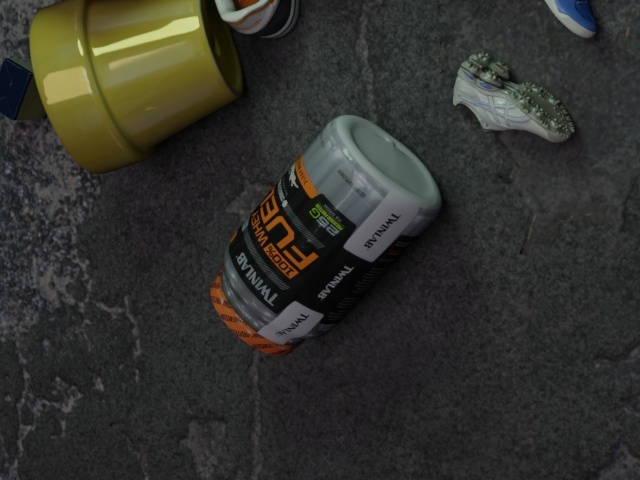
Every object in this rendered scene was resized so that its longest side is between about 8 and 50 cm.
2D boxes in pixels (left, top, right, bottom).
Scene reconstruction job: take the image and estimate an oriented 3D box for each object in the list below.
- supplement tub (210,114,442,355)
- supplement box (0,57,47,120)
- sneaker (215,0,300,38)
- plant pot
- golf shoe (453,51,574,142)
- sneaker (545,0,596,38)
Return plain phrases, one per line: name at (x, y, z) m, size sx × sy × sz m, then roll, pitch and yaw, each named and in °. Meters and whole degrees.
supplement tub at (0.000, 0.000, 1.706) m, size 0.193 × 0.193 × 0.316 m, roll 47°, pitch 113°, yaw 14°
supplement box at (-0.464, -0.238, 1.964) m, size 0.056 × 0.083 × 0.083 m, roll 32°, pitch 109°, yaw 19°
sneaker at (-0.098, -0.446, 1.736) m, size 0.126 × 0.127 × 0.321 m, roll -6°, pitch 93°, yaw 28°
plant pot at (-0.250, -0.247, 1.781) m, size 0.239 × 0.254 × 0.254 m, roll -17°, pitch 89°, yaw 12°
golf shoe at (0.251, -0.170, 1.644) m, size 0.176 × 0.069 × 0.086 m, roll 39°, pitch 132°, yaw 20°
sneaker at (0.321, -0.336, 1.579) m, size 0.084 × 0.058 × 0.152 m, roll -40°, pitch 72°, yaw 33°
